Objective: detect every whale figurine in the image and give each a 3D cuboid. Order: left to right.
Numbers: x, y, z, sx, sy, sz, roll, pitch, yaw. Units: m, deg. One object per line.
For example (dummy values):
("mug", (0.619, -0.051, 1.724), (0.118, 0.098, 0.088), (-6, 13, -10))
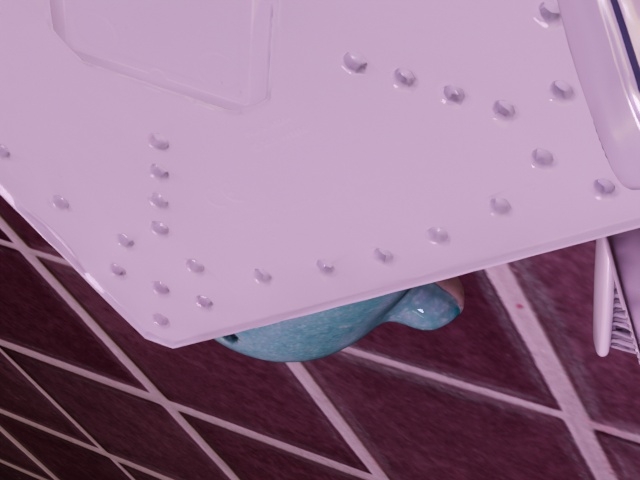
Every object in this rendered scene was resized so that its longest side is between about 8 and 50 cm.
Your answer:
("whale figurine", (0.000, 0.000, 0.922), (0.216, 0.141, 0.272), (42, 157, -24))

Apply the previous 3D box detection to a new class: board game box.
("board game box", (-0.065, -0.124, 0.701), (0.390, 0.050, 0.390), (-17, 124, 42))

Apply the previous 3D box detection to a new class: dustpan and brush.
("dustpan and brush", (0.153, -0.005, 0.790), (0.060, 0.147, 0.211), (-6, 120, 2))

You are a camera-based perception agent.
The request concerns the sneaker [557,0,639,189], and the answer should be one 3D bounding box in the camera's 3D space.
("sneaker", (0.116, -0.139, 0.521), (0.091, 0.094, 0.258), (-10, 119, 30))
